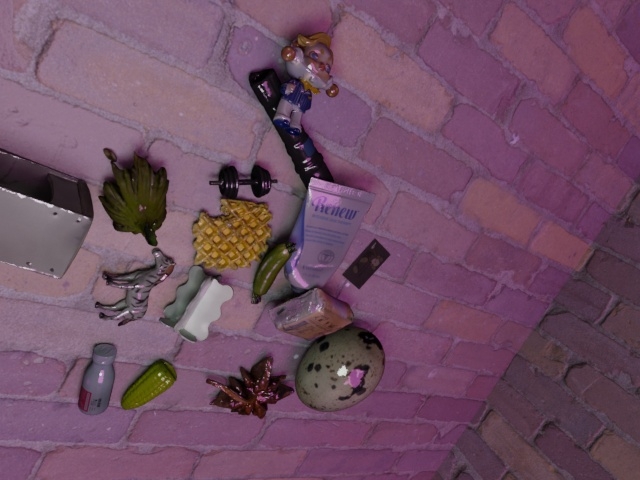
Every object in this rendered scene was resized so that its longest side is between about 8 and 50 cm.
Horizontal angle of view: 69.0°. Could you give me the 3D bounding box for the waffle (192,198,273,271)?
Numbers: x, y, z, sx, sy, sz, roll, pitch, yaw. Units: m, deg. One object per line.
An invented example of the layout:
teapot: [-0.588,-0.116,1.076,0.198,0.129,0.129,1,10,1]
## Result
waffle: [-0.274,-0.013,1.457,0.261,0.056,0.250,1,116,-35]

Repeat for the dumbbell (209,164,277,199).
dumbbell: [-0.223,-0.171,1.370,0.208,0.099,0.099,-6,119,-29]

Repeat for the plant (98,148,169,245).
plant: [-0.472,-0.051,1.162,0.180,0.334,0.251,-4,132,-11]

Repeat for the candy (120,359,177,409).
candy: [-0.576,0.488,1.542,0.209,0.097,0.097,-38,129,2]

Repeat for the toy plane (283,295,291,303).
toy plane: [-0.122,0.242,1.701,0.080,0.033,0.083,3,114,-44]

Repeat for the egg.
egg: [0.073,0.497,1.800,0.379,0.288,0.288,-31,129,9]

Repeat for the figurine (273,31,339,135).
figurine: [-0.041,-0.421,1.265,0.193,0.133,0.275,-1,99,-39]

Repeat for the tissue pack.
tissue pack: [-0.027,0.268,1.637,0.214,0.123,0.256,-27,153,17]

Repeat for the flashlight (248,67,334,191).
flashlight: [-0.081,-0.308,1.378,0.103,0.103,0.424,-37,127,-7]

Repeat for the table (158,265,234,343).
table: [-0.381,0.194,1.455,0.166,0.166,0.198,32,90,-38]

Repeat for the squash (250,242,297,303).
squash: [-0.165,0.092,1.531,0.071,0.080,0.319,22,130,-17]

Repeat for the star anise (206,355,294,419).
star anise: [-0.262,0.578,1.763,0.292,0.109,0.350,-33,127,-16]

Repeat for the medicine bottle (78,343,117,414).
medicine bottle: [-0.686,0.429,1.442,0.090,0.090,0.217,8,111,-33]

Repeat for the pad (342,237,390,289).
pad: [0.181,0.094,1.813,0.190,0.004,0.127,-48,129,2]

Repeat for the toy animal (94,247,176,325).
toy animal: [-0.553,0.136,1.361,0.169,0.090,0.255,29,102,-42]

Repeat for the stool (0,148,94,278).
stool: [-0.689,-0.073,1.060,0.269,0.243,0.170,25,102,-37]

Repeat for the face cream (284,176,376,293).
face cream: [0.000,0.000,1.543,0.234,0.137,0.421,12,118,-24]
